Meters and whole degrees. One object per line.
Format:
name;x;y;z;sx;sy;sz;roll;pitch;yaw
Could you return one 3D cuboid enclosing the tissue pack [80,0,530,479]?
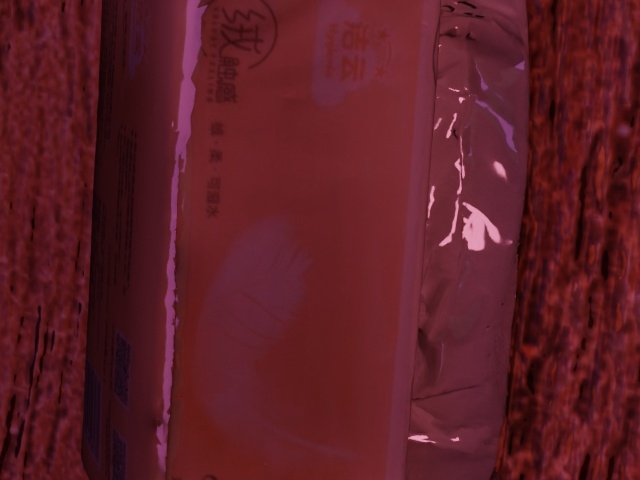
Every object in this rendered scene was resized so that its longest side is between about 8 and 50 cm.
tissue pack;0.000;0.000;1.009;0.238;0.238;0.305;10;102;30
